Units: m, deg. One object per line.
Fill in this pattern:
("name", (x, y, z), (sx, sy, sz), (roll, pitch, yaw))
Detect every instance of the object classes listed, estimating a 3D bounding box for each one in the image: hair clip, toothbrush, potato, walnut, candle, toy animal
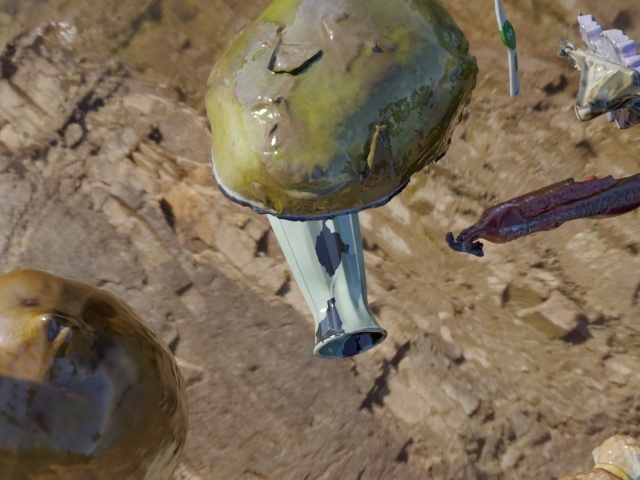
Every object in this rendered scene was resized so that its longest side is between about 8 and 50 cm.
("hair clip", (0.297, -0.179, 0.946), (0.084, 0.292, 0.106), (-23, 108, 15))
("toothbrush", (0.306, -0.335, 1.456), (0.030, 0.304, 0.030), (-8, 59, 13))
("potato", (0.013, -0.172, 0.890), (0.246, 0.299, 0.196), (28, 135, 29))
("walnut", (-0.201, 0.126, 0.679), (0.208, 0.336, 0.209), (7, 59, -12))
("candle", (0.282, -0.035, 1.092), (0.301, 0.084, 0.059), (-17, 107, -24))
("toy animal", (0.427, 0.367, 1.401), (0.183, 0.104, 0.185), (31, 65, 13))

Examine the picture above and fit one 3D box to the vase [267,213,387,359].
("vase", (0.000, 0.000, 1.393), (0.165, 0.165, 0.360), (-18, 66, 6))
